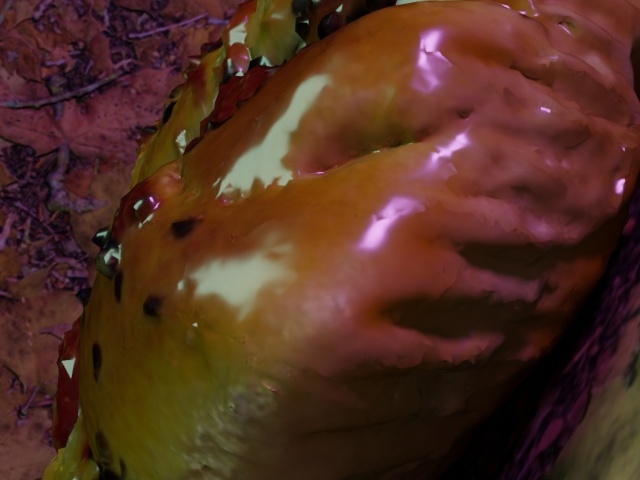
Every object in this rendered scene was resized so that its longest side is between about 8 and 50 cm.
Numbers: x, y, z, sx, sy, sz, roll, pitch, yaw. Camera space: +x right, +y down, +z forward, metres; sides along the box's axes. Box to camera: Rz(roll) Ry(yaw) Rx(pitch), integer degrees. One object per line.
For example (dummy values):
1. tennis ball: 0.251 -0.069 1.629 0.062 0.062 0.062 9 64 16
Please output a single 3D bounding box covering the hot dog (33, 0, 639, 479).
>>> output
1. hot dog: 0.000 0.000 0.840 0.365 0.196 0.367 -46 21 51
